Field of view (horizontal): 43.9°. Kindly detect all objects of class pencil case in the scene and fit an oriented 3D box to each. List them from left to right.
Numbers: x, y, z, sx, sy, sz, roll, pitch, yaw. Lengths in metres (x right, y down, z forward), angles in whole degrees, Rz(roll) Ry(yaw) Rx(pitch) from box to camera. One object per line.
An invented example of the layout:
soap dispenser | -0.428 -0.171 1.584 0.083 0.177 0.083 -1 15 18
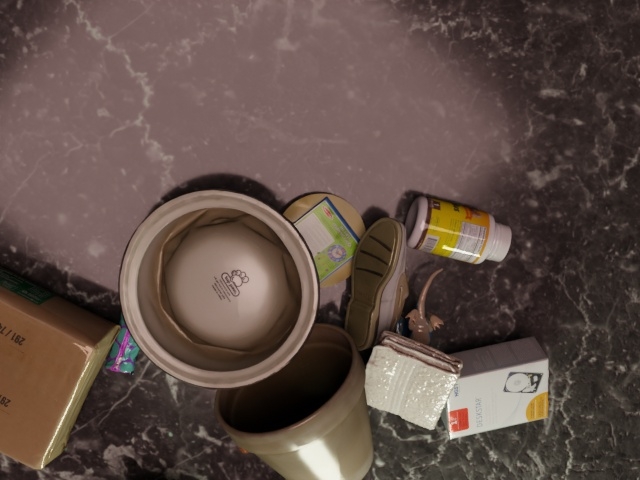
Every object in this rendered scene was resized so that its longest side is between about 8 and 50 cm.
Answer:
pencil case | -0.415 0.212 1.716 0.065 0.070 0.151 17 97 -3

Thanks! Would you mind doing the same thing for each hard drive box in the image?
hard drive box | 0.385 0.331 1.785 0.232 0.089 0.181 -12 122 -3

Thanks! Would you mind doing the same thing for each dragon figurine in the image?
dragon figurine | 0.215 0.208 1.773 0.085 0.144 0.289 5 81 -5

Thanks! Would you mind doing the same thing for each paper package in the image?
paper package | -0.628 0.250 1.629 0.325 0.168 0.309 27 97 -1

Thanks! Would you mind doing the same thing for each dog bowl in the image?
dog bowl | -0.198 0.092 1.646 0.408 0.150 0.407 1 97 6

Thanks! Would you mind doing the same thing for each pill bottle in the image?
pill bottle | 0.297 -0.018 1.724 0.215 0.117 0.117 14 99 -9

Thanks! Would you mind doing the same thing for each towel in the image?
towel | 0.187 0.307 1.701 0.187 0.049 0.282 21 142 11

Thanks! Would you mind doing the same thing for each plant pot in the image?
plant pot | -0.022 0.382 1.694 0.323 0.323 0.280 -26 119 -1

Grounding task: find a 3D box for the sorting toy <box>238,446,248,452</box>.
sorting toy | -0.142 0.469 1.797 0.102 0.061 0.042 17 114 18

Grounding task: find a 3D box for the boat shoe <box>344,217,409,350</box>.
boat shoe | 0.134 0.091 1.734 0.103 0.113 0.302 -3 115 -44

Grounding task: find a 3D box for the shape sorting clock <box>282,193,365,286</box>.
shape sorting clock | 0.000 0.000 1.735 0.206 0.040 0.206 -2 100 -10
